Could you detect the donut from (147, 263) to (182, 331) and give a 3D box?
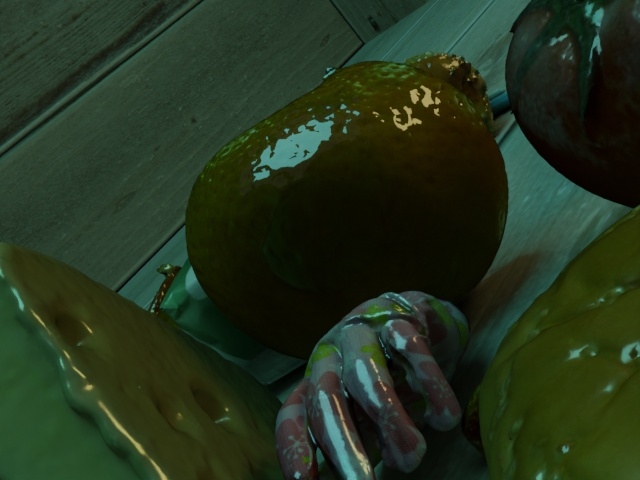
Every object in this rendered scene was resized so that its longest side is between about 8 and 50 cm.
[{"bbox_3d":[-0.219,0.157,1.147,0.253,0.118,0.253,-155,90,-87],"label":"donut"}]

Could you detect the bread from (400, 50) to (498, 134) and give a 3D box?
[{"bbox_3d":[0.139,-0.178,1.252,0.250,0.179,0.133,-30,7,6],"label":"bread"}]

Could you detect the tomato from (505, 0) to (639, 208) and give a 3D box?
[{"bbox_3d":[0.286,-0.147,0.630,0.265,0.265,0.265,-38,14,11],"label":"tomato"}]

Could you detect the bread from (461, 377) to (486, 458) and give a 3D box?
[{"bbox_3d":[0.140,0.120,0.587,0.085,0.053,0.085,-38,14,11],"label":"bread"}]

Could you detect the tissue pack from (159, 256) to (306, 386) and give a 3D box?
[{"bbox_3d":[-0.001,-0.001,1.039,0.356,0.194,0.266,-36,14,16],"label":"tissue pack"}]

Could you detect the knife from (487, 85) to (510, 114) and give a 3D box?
[{"bbox_3d":[0.305,-0.236,1.287,0.222,0.031,0.064,-26,17,44],"label":"knife"}]

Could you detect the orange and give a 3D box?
[{"bbox_3d":[0.025,-0.012,0.809,0.334,0.263,0.196,-27,21,8],"label":"orange"}]

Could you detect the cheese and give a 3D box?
[{"bbox_3d":[-0.109,0.193,0.641,0.104,0.384,0.384,-45,14,4],"label":"cheese"}]

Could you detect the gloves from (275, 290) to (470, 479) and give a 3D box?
[{"bbox_3d":[0.036,0.121,0.641,0.145,0.126,0.241,-39,-14,33],"label":"gloves"}]

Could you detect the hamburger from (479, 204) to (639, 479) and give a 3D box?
[{"bbox_3d":[0.210,0.068,0.361,0.318,0.158,0.319,-36,16,11],"label":"hamburger"}]
